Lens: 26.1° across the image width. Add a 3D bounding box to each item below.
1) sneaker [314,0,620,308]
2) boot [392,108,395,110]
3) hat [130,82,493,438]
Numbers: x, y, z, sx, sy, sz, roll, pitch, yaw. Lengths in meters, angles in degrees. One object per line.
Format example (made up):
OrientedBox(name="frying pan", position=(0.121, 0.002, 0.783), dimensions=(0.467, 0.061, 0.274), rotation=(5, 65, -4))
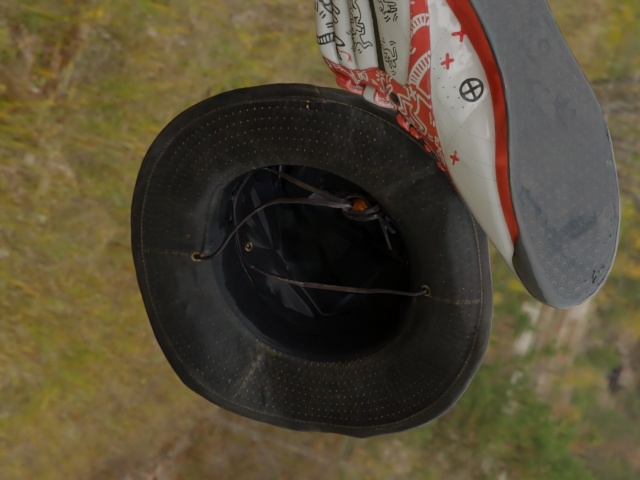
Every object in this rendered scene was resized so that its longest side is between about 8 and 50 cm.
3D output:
OrientedBox(name="sneaker", position=(0.084, -0.086, 0.851), dimensions=(0.090, 0.145, 0.270), rotation=(-25, 99, -31))
OrientedBox(name="boot", position=(0.121, -0.050, 1.568), dimensions=(0.211, 0.104, 0.295), rotation=(66, 26, -7))
OrientedBox(name="hat", position=(0.000, 0.000, 1.148), dimensions=(0.134, 0.331, 0.331), rotation=(-67, 168, -57))
